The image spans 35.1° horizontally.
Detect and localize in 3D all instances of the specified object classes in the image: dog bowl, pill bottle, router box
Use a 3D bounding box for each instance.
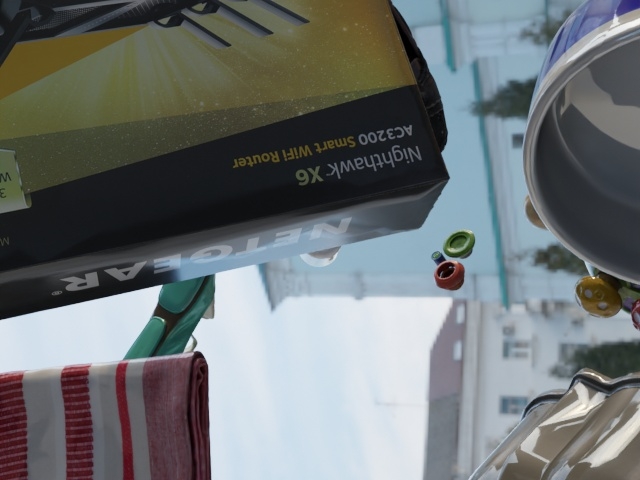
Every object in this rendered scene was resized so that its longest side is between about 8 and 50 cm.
[{"bbox_3d":[0.302,-0.088,0.820,0.104,0.264,0.265,-68,-31,-46],"label":"dog bowl"},{"bbox_3d":[0.000,0.000,1.012,0.083,0.043,0.043,108,165,-81],"label":"pill bottle"},{"bbox_3d":[-0.105,-0.099,0.628,0.081,0.308,0.243,111,144,-67],"label":"router box"}]

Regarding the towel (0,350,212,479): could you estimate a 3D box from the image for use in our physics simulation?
[{"bbox_3d":[-0.245,0.237,0.967,0.037,0.329,0.237,19,-114,-59],"label":"towel"}]

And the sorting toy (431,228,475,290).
[{"bbox_3d":[0.197,0.035,1.486,0.042,0.061,0.102,51,-125,-38],"label":"sorting toy"}]

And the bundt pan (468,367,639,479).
[{"bbox_3d":[0.198,0.249,0.601,0.124,0.331,0.331,-28,-61,-30],"label":"bundt pan"}]

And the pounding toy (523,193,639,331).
[{"bbox_3d":[0.324,0.031,1.088,0.237,0.183,0.110,45,-116,-4],"label":"pounding toy"}]

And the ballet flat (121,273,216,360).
[{"bbox_3d":[-0.207,0.117,1.489,0.087,0.083,0.247,33,-94,-47],"label":"ballet flat"}]

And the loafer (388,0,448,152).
[{"bbox_3d":[0.075,-0.229,1.277,0.303,0.109,0.095,62,176,-11],"label":"loafer"}]
